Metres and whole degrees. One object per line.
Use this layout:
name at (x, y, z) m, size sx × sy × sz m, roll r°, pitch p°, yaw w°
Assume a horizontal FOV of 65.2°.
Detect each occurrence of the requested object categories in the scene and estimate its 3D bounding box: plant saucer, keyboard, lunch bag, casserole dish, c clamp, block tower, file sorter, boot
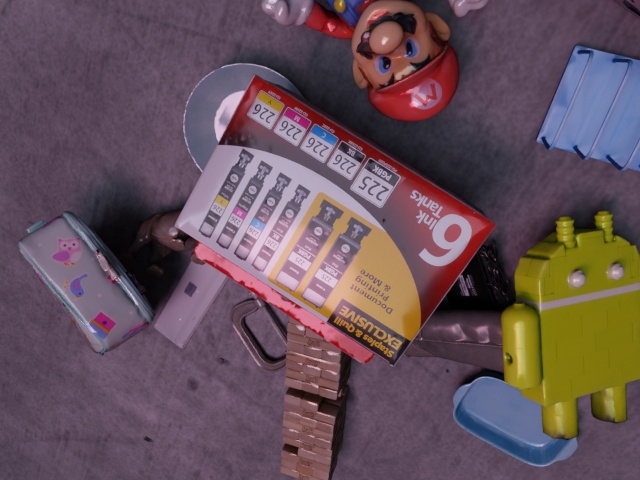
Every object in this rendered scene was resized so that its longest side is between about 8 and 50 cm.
plant saucer at (-0.100, -0.159, 0.728) m, size 0.195 × 0.037 × 0.194 m, roll 4°, pitch 117°, yaw 8°
keyboard at (0.226, 0.056, 0.721) m, size 0.100 × 0.038 × 0.192 m, roll -7°, pitch 111°, yaw 46°
lunch bag at (-0.379, 0.071, 0.817) m, size 0.224 × 0.108 × 0.279 m, roll 55°, pitch 153°, yaw -3°
casserole dish at (0.296, 0.269, 0.768) m, size 0.188 × 0.037 × 0.114 m, roll 27°, pitch 116°, yaw 8°
keyboard at (-0.223, 0.093, 0.894) m, size 0.072 × 0.014 × 0.256 m, roll 39°, pitch 117°, yaw 7°
c clamp at (-0.092, 0.153, 0.860) m, size 0.137 × 0.022 × 0.160 m, roll -22°, pitch 99°, yaw 29°
block tower at (-0.005, 0.241, 0.830) m, size 0.097 × 0.091 × 0.335 m, roll 12°, pitch 113°, yaw 14°
file sorter at (0.351, -0.136, 0.556) m, size 0.170 × 0.104 × 0.118 m, roll 19°, pitch 114°, yaw 12°
boot at (0.190, 0.106, 0.694) m, size 0.209 × 0.076 × 0.189 m, roll 2°, pitch 126°, yaw 41°

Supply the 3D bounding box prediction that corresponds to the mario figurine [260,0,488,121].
mario figurine at (0.054, -0.284, 0.560) m, size 0.320 × 0.170 × 0.198 m, roll 62°, pitch 150°, yaw -2°

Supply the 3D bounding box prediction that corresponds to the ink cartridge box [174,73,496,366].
ink cartridge box at (0.000, 0.000, 0.623) m, size 0.310 × 0.130 × 0.271 m, roll 32°, pitch 105°, yaw 3°

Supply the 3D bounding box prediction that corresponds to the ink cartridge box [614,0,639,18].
ink cartridge box at (0.340, -0.228, 0.410) m, size 0.114 × 0.197 × 0.272 m, roll -50°, pitch 64°, yaw 29°

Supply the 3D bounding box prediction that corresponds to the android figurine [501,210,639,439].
android figurine at (0.326, 0.101, 0.619) m, size 0.248 × 0.056 × 0.272 m, roll -5°, pitch 97°, yaw -20°

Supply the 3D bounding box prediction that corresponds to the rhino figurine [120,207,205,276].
rhino figurine at (-0.196, -0.018, 0.793) m, size 0.243 × 0.106 × 0.073 m, roll -13°, pitch 132°, yaw 22°
